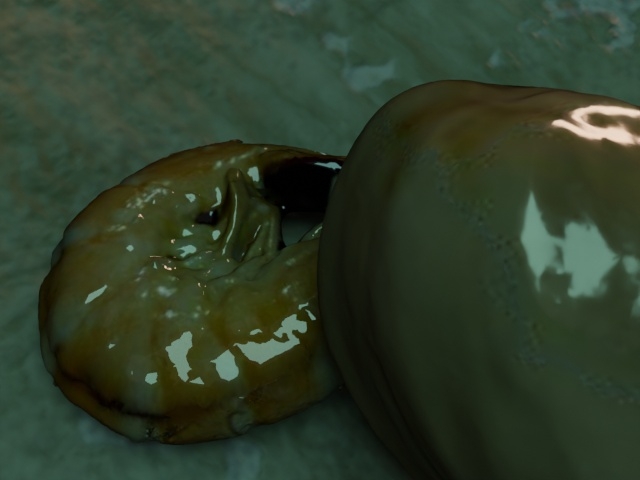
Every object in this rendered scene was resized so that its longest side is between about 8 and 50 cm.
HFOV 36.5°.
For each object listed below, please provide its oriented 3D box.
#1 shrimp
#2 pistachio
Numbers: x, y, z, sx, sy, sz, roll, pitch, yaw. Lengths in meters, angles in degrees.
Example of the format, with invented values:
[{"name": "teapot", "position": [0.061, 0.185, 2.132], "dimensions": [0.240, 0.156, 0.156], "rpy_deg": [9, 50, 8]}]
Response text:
[{"name": "shrimp", "position": [0.000, 0.000, 0.482], "dimensions": [0.287, 0.063, 0.152], "rpy_deg": [-21, 62, -14]}, {"name": "pistachio", "position": [0.112, 0.061, 0.386], "dimensions": [0.288, 0.197, 0.166], "rpy_deg": [55, 25, -12]}]
